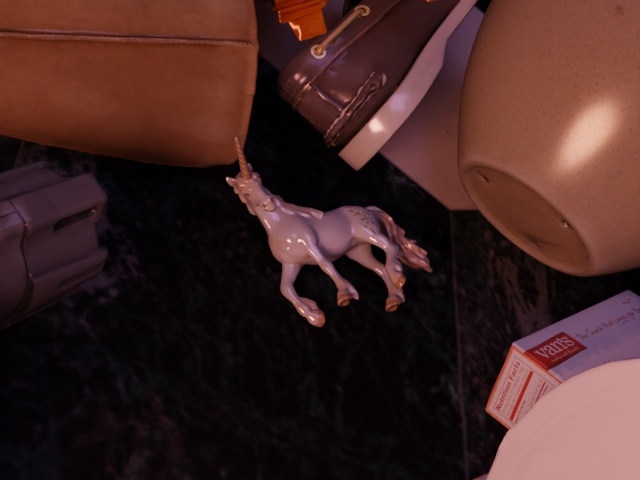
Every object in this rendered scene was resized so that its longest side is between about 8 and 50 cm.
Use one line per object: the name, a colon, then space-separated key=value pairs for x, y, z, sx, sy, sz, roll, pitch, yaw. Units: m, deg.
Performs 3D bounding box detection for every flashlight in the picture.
flashlight: x=-0.241 y=0.044 z=0.516 sx=0.103 sy=0.103 sz=0.304 roll=18 pitch=27 yaw=30

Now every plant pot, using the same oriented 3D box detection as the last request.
plant pot: x=0.218 y=-0.084 z=0.852 sx=0.284 sy=0.284 sz=0.191 roll=41 pitch=78 yaw=2

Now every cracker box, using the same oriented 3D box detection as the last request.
cracker box: x=0.250 y=0.137 z=0.741 sx=0.155 sy=0.067 sz=0.232 roll=-16 pitch=43 yaw=-42

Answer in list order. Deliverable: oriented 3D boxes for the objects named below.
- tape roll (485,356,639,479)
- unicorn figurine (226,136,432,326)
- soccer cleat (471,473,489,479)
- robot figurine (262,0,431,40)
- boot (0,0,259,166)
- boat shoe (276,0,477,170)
tape roll: x=0.205 y=0.197 z=0.548 sx=0.100 sy=0.286 sz=0.286 roll=1 pitch=54 yaw=-35
unicorn figurine: x=0.000 y=0.000 z=0.755 sx=0.162 sy=0.060 sz=0.111 roll=5 pitch=49 yaw=-53
soccer cleat: x=0.096 y=0.167 z=0.683 sx=0.083 sy=0.035 sz=0.029 roll=-24 pitch=70 yaw=-45
robot figurine: x=0.005 y=-0.265 z=0.891 sx=0.211 sy=0.085 sz=0.291 roll=-16 pitch=34 yaw=-1
boot: x=-0.166 y=-0.167 z=0.683 sx=0.269 sy=0.236 sz=0.089 roll=-1 pitch=20 yaw=-33
boat shoe: x=0.064 y=-0.188 z=0.918 sx=0.096 sy=0.116 sz=0.324 roll=37 pitch=47 yaw=-6
